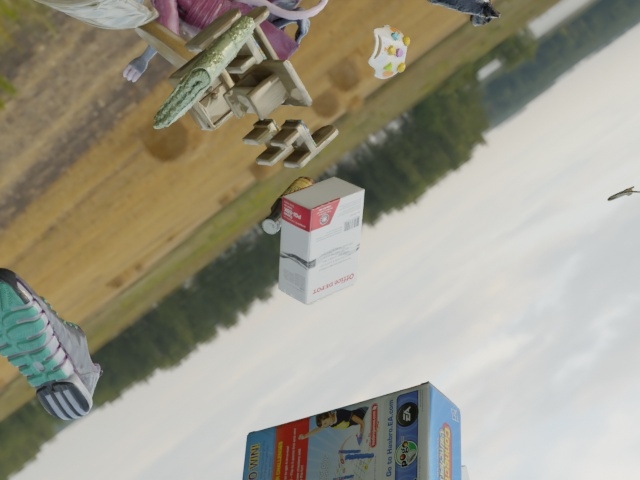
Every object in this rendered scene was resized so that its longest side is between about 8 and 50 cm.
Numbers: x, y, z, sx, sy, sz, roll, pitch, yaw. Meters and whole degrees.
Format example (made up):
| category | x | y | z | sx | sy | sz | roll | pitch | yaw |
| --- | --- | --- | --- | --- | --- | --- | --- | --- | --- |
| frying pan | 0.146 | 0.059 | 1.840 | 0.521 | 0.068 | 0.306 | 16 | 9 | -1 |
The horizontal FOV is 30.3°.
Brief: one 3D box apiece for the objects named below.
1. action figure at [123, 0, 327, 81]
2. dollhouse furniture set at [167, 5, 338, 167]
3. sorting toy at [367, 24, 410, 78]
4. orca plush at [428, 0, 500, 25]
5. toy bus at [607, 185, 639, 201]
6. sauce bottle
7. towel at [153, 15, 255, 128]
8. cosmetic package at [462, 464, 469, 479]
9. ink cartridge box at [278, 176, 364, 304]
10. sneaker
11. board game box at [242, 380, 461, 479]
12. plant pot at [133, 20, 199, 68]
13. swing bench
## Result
| category | x | y | z | sx | sy | sz | roll | pitch | yaw |
| --- | --- | --- | --- | --- | --- | --- | --- | --- | --- |
| action figure | -0.210 | -0.416 | 2.191 | 0.276 | 0.370 | 0.248 | -48 | -160 | 42 |
| dollhouse furniture set | -0.085 | -0.243 | 1.724 | 0.161 | 0.212 | 0.242 | -44 | -151 | -23 |
| sorting toy | 0.098 | -0.295 | 1.833 | 0.045 | 0.083 | 0.075 | 13 | -175 | 35 |
| orca plush | 0.093 | -0.354 | 1.495 | 0.102 | 0.287 | 0.151 | -42 | -153 | 25 |
| toy bus | 0.573 | -0.072 | 1.783 | 0.191 | 0.104 | 0.202 | -25 | 179 | -23 |
| sauce bottle | -0.046 | -0.051 | 1.756 | 0.042 | 0.042 | 0.128 | -35 | -169 | 38 |
| towel | -0.128 | -0.182 | 1.300 | 0.110 | 0.027 | 0.148 | -54 | -170 | -34 |
| cosmetic package | 0.164 | 0.477 | 1.948 | 0.151 | 0.184 | 0.151 | -17 | 168 | 30 |
| ink cartridge box | 0.000 | 0.000 | 1.497 | 0.099 | 0.056 | 0.135 | -22 | 126 | -42 |
| sneaker | -0.345 | 0.113 | 1.468 | 0.083 | 0.224 | 0.098 | -13 | -151 | 19 |
| board game box | 0.033 | 0.369 | 1.531 | 0.302 | 0.086 | 0.308 | -20 | -133 | 30 |
| plant pot | -0.225 | -0.311 | 2.057 | 0.032 | 0.236 | 0.236 | -54 | -178 | -2 |
| swing bench | -0.365 | -0.433 | 1.714 | 0.165 | 0.255 | 0.253 | -13 | -179 | 6 |
